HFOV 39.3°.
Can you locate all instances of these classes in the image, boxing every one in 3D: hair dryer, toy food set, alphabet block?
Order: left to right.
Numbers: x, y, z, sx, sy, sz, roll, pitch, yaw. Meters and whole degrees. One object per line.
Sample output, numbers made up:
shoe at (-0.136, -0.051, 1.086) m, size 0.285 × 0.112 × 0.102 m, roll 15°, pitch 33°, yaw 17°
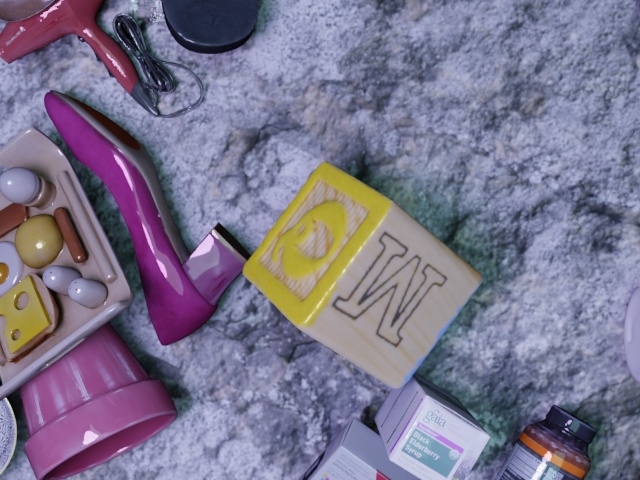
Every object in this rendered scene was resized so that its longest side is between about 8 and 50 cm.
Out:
toy food set at (-0.393, 0.028, 1.161) m, size 0.220 × 0.092 × 0.306 m, roll -37°, pitch 63°, yaw 10°
hair dryer at (-0.314, -0.287, 1.255) m, size 0.294 × 0.080 × 0.223 m, roll 0°, pitch 90°, yaw 0°
alphabet block at (0.052, 0.045, 1.174) m, size 0.197 × 0.192 × 0.193 m, roll 36°, pitch 89°, yaw -36°

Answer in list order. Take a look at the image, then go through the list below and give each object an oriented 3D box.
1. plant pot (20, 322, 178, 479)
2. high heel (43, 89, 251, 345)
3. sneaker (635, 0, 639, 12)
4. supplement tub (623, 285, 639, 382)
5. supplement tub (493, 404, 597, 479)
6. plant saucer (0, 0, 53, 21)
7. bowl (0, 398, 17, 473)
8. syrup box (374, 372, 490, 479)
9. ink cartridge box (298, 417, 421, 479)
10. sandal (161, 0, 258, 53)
plant pot at (-0.321, 0.203, 1.221) m, size 0.201 × 0.201 × 0.180 m, roll -28°, pitch 76°, yaw 1°
high heel at (-0.283, -0.031, 1.245) m, size 0.377 × 0.127 × 0.181 m, roll 45°, pitch 98°, yaw 4°
sneaker at (0.525, -0.324, 1.258) m, size 0.129 × 0.111 × 0.297 m, roll -12°, pitch 95°, yaw -15°
supplement tub at (0.536, 0.134, 1.233) m, size 0.200 × 0.144 × 0.144 m, roll 4°, pitch 91°, yaw 0°
supplement tub at (0.308, 0.332, 1.257) m, size 0.106 × 0.106 × 0.198 m, roll 31°, pitch 91°, yaw -1°
plant saucer at (-0.397, -0.377, 1.230) m, size 0.168 × 0.029 × 0.168 m, roll -13°, pitch 60°, yaw 23°
bowl at (-0.502, 0.262, 1.267) m, size 0.170 × 0.080 × 0.170 m, roll 0°, pitch 91°, yaw -2°
syrup box at (0.141, 0.247, 1.189) m, size 0.093 × 0.237 × 0.096 m, roll 31°, pitch 91°, yaw -1°
ink cartridge box at (0.041, 0.352, 1.238) m, size 0.127 × 0.072 × 0.175 m, roll 36°, pitch 118°, yaw 0°
sandal at (-0.176, -0.478, 1.216) m, size 0.168 × 0.107 × 0.445 m, roll -16°, pitch 83°, yaw -14°
